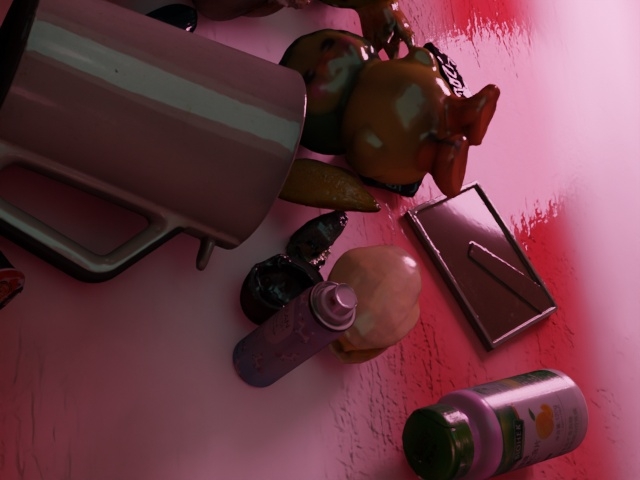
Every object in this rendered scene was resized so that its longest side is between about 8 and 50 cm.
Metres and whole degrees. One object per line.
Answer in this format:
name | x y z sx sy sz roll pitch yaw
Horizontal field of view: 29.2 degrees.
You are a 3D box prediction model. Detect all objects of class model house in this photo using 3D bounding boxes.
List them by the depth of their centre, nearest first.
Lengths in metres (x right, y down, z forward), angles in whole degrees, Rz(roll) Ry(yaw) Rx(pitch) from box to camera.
model house | 0.000 0.000 1.761 0.066 0.083 0.079 48 46 -5

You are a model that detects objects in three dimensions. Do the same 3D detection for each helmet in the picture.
helmet | -0.059 0.076 1.681 0.123 0.070 0.098 -12 62 -46

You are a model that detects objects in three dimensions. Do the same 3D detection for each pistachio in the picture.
pistachio | 0.064 0.087 1.735 0.145 0.117 0.200 46 53 -3

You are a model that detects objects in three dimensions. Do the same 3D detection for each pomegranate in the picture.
pomegranate | 0.064 -0.442 1.995 0.231 0.231 0.286 7 80 -33

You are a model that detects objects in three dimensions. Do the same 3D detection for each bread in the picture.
bread | 0.017 -0.083 1.770 0.149 0.187 0.065 -3 104 -47

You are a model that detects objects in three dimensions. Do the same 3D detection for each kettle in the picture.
kettle | -0.254 -0.120 1.576 0.376 0.250 0.361 21 82 -22

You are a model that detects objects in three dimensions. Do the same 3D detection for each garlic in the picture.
garlic | -0.125 -0.436 1.845 0.160 0.191 0.214 -31 122 -46

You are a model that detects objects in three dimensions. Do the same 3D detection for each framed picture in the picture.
framed picture | 0.262 0.034 1.973 0.189 0.023 0.260 -25 81 -42

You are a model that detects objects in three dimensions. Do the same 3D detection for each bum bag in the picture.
bum bag | 0.155 -0.190 1.988 0.137 0.074 0.310 41 62 -7

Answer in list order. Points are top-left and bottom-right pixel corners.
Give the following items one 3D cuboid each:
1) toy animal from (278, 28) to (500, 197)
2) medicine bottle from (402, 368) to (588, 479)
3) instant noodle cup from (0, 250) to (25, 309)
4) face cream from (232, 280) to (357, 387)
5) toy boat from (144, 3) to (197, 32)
toy animal | 0.084 -0.186 1.825 0.338 0.191 0.216 23 67 18
medicine bottle | 0.248 0.268 1.752 0.274 0.133 0.133 -7 69 -38
instant noodle cup | -0.428 0.018 1.420 0.127 0.127 0.136 -20 69 -42
face cream | -0.028 0.116 1.571 0.075 0.229 0.075 18 54 -27
toy boat | -0.224 -0.315 1.803 0.055 0.060 0.141 51 40 0
